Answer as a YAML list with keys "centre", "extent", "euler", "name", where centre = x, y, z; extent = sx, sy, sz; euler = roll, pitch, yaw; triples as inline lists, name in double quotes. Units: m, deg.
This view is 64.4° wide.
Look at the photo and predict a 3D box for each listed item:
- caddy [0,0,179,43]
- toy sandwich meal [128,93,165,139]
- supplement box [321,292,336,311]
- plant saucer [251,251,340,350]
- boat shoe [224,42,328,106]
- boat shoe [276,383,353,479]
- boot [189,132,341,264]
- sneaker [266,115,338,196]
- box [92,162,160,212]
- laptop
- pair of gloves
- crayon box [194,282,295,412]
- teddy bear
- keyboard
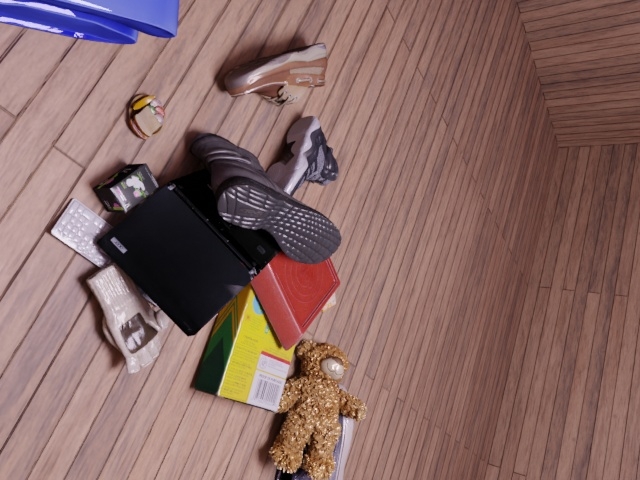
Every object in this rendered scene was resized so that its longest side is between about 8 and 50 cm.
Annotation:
- centre: [-0.351, -0.396, 0.706]
  extent: [0.341, 0.241, 0.180]
  euler: [-10, 105, -52]
  name: "caddy"
- centre: [-0.315, -0.228, 0.934]
  extent: [0.085, 0.029, 0.086]
  euler: [-7, 98, -51]
  name: "toy sandwich meal"
- centre: [0.007, 0.135, 1.371]
  extent: [0.062, 0.036, 0.099]
  euler: [-23, 111, -49]
  name: "supplement box"
- centre: [-0.049, 0.074, 1.168]
  extent: [0.259, 0.047, 0.259]
  euler: [-48, 122, -47]
  name: "plant saucer"
- centre: [-0.080, -0.364, 1.152]
  extent: [0.324, 0.123, 0.117]
  euler: [-36, 122, -43]
  name: "boat shoe"
- centre: [-0.018, 0.539, 1.312]
  extent: [0.158, 0.127, 0.341]
  euler: [17, 71, -37]
  name: "boat shoe"
- centre: [-0.103, -0.094, 1.057]
  extent: [0.118, 0.223, 0.338]
  euler: [-43, 136, 11]
  name: "boot"
- centre: [-0.036, -0.160, 1.236]
  extent: [0.153, 0.101, 0.269]
  euler: [44, 57, -41]
  name: "sneaker"
- centre: [-0.339, -0.092, 0.889]
  extent: [0.083, 0.062, 0.052]
  euler: [-49, 129, -38]
  name: "box"
- centre: [-0.229, 0.008, 0.968]
  extent: [0.234, 0.136, 0.264]
  euler: [47, 21, -4]
  name: "laptop"
- centre: [-0.296, 0.109, 0.956]
  extent: [0.240, 0.042, 0.204]
  euler: [-31, 117, -47]
  name: "pair of gloves"
- centre: [-0.139, 0.205, 1.150]
  extent: [0.202, 0.081, 0.319]
  euler: [38, 62, -46]
  name: "crayon box"
- centre: [-0.008, 0.415, 1.264]
  extent: [0.338, 0.245, 0.113]
  euler: [-56, 176, -27]
  name: "teddy bear"
- centre: [-0.360, 0.030, 0.913]
  extent: [0.256, 0.014, 0.072]
  euler: [50, 56, -42]
  name: "keyboard"
